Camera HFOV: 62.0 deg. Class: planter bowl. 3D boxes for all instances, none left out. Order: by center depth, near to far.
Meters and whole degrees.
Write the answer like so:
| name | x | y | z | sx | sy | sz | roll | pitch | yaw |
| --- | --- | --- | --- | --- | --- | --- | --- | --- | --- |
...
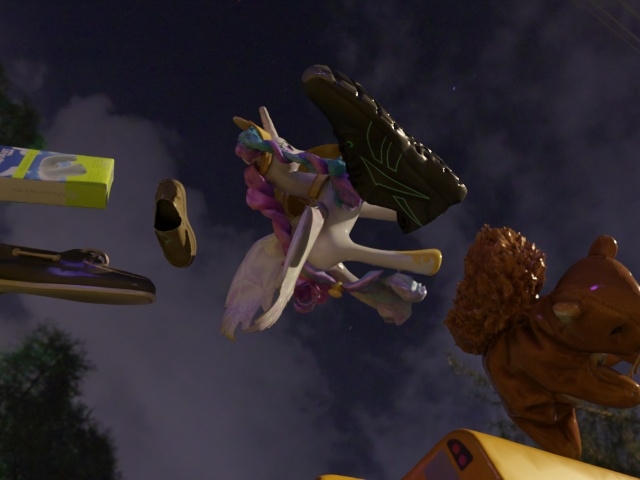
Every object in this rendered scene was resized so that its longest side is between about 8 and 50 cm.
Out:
| name | x | y | z | sx | sy | sz | roll | pitch | yaw |
| --- | --- | --- | --- | --- | --- | --- | --- | --- | --- |
| planter bowl | 0.002 | -0.097 | 1.116 | 0.217 | 0.217 | 0.090 | -11 | -44 | 22 |

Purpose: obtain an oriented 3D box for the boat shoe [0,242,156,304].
| name | x | y | z | sx | sy | sz | roll | pitch | yaw |
| --- | --- | --- | --- | --- | --- | --- | --- | --- | --- |
| boat shoe | -0.407 | 0.035 | 0.787 | 0.335 | 0.112 | 0.095 | 4 | -107 | 1 |

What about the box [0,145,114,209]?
| name | x | y | z | sx | sy | sz | roll | pitch | yaw |
| --- | --- | --- | --- | --- | --- | --- | --- | --- | --- |
| box | -0.394 | -0.090 | 0.757 | 0.178 | 0.109 | 0.042 | 4 | -61 | -18 |

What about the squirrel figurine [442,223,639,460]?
| name | x | y | z | sx | sy | sz | roll | pitch | yaw |
| --- | --- | --- | --- | --- | --- | --- | --- | --- | --- |
| squirrel figurine | 0.411 | 0.145 | 0.982 | 0.397 | 0.281 | 0.370 | 36 | -23 | 28 |

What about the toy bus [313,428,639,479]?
| name | x | y | z | sx | sy | sz | roll | pitch | yaw |
| --- | --- | --- | --- | --- | --- | --- | --- | --- | --- |
| toy bus | 0.147 | 0.223 | 0.367 | 0.333 | 0.108 | 0.130 | 24 | -68 | -28 |

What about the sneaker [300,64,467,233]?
| name | x | y | z | sx | sy | sz | roll | pitch | yaw |
| --- | --- | --- | --- | --- | --- | --- | --- | --- | --- |
| sneaker | 0.068 | -0.103 | 0.658 | 0.267 | 0.101 | 0.106 | 37 | -70 | -25 |

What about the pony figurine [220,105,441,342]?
| name | x | y | z | sx | sy | sz | roll | pitch | yaw |
| --- | --- | --- | --- | --- | --- | --- | --- | --- | --- |
| pony figurine | 0.000 | 0.000 | 0.820 | 0.363 | 0.351 | 0.303 | 20 | -19 | -20 |

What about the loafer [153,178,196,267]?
| name | x | y | z | sx | sy | sz | roll | pitch | yaw |
| --- | --- | --- | --- | --- | --- | --- | --- | --- | --- |
| loafer | -0.226 | -0.018 | 0.802 | 0.056 | 0.050 | 0.148 | -1 | -62 | 9 |
